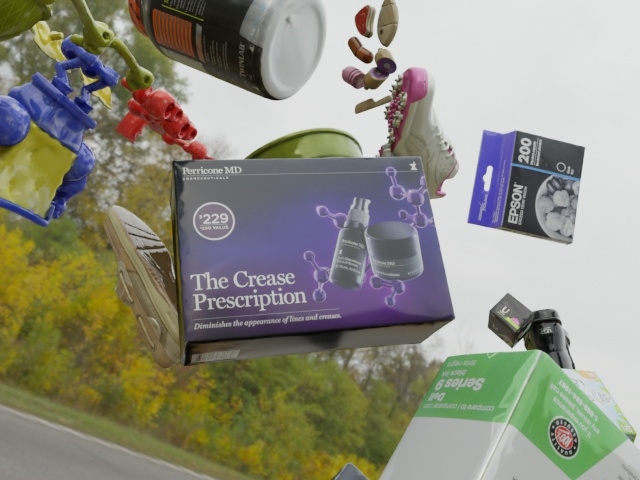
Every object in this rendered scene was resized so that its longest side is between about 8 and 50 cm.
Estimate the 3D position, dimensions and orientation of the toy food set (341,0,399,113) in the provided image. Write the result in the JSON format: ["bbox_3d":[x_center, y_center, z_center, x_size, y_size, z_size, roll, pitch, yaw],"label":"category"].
[{"bbox_3d":[0.050,-0.202,0.707,0.019,0.122,0.078,6,-10,-39],"label":"toy food set"}]

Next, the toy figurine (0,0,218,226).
[{"bbox_3d":[-0.259,-0.083,0.598,0.191,0.217,0.362,34,-6,13],"label":"toy figurine"}]

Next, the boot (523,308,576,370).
[{"bbox_3d":[0.467,0.272,1.321,0.094,0.207,0.246,-11,-30,17],"label":"boot"}]

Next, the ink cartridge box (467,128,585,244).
[{"bbox_3d":[0.413,-0.112,1.323,0.208,0.206,0.045,12,-10,-2],"label":"ink cartridge box"}]

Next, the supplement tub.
[{"bbox_3d":[-0.175,-0.402,1.208,0.338,0.207,0.207,28,-15,24],"label":"supplement tub"}]

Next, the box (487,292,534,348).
[{"bbox_3d":[0.342,0.145,1.193,0.062,0.052,0.083,42,-15,28],"label":"box"}]

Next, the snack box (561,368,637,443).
[{"bbox_3d":[0.320,0.212,0.837,0.100,0.037,0.141,6,20,0],"label":"snack box"}]

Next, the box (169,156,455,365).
[{"bbox_3d":[-0.016,0.016,0.678,0.261,0.184,0.103,-3,-23,-15],"label":"box"}]

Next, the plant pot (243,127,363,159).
[{"bbox_3d":[0.000,0.000,1.506,0.366,0.366,0.353,65,0,-64],"label":"plant pot"}]

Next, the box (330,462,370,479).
[{"bbox_3d":[0.042,0.717,1.058,0.480,0.297,0.472,42,-57,8],"label":"box"}]

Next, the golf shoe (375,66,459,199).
[{"bbox_3d":[0.170,-0.167,1.103,0.140,0.115,0.306,2,-31,-2],"label":"golf shoe"}]

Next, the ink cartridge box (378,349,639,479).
[{"bbox_3d":[0.130,0.260,0.492,0.211,0.289,0.121,45,-28,-15],"label":"ink cartridge box"}]

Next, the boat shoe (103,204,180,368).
[{"bbox_3d":[-0.343,0.082,1.264,0.341,0.110,0.121,57,13,23],"label":"boat shoe"}]
